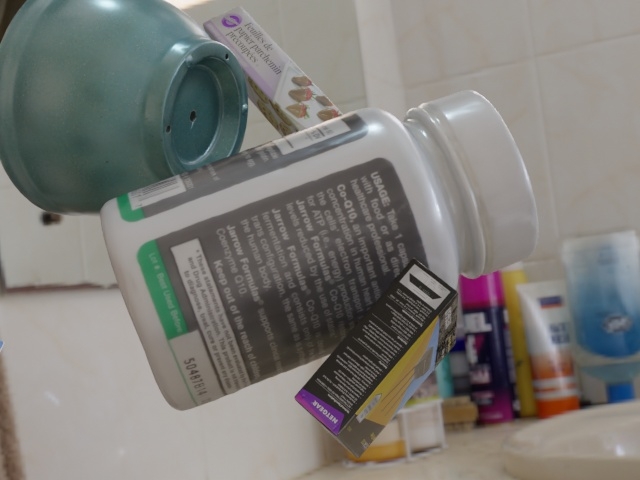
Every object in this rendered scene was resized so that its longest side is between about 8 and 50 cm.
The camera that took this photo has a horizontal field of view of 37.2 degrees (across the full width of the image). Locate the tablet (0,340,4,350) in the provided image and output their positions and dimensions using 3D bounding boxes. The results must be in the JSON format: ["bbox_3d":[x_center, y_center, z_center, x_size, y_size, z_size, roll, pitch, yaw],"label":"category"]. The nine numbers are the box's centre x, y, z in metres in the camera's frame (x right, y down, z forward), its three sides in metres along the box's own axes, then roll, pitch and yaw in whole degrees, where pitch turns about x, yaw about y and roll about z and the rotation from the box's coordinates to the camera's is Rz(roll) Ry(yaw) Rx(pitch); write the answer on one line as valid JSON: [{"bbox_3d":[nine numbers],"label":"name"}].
[{"bbox_3d":[-0.554,0.183,1.554,0.054,0.006,0.083,23,31,-12],"label":"tablet"}]

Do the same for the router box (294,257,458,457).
[{"bbox_3d":[0.050,0.099,0.744,0.133,0.046,0.179,-48,-17,-8],"label":"router box"}]

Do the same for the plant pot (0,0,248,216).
[{"bbox_3d":[-0.210,-0.158,1.131,0.196,0.293,0.293,12,3,26],"label":"plant pot"}]

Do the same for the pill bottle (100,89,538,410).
[{"bbox_3d":[0.000,0.000,0.877,0.361,0.204,0.204,-20,-3,-7],"label":"pill bottle"}]

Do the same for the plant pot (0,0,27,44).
[{"bbox_3d":[-0.526,-0.381,1.206,0.280,0.323,0.323,4,-6,-3],"label":"plant pot"}]

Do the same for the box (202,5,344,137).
[{"bbox_3d":[-0.046,-0.188,1.249,0.063,0.324,0.067,-30,-31,-15],"label":"box"}]
